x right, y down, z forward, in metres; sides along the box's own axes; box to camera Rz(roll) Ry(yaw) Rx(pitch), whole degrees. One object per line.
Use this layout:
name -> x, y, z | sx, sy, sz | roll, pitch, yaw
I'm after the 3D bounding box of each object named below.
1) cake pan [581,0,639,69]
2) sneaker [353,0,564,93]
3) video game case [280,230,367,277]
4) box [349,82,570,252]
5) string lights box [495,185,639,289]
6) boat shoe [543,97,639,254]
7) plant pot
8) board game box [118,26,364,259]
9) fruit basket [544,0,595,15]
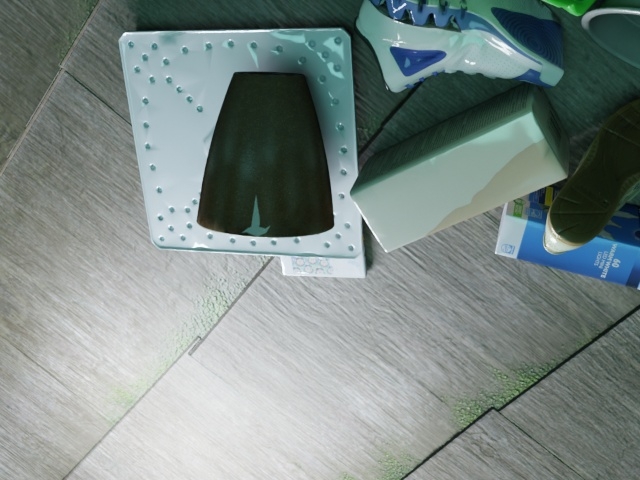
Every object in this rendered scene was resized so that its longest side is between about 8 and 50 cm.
cake pan -> 0.485, -0.256, 1.141 | 0.293, 0.293, 0.054 | 23, 93, 3
sneaker -> 0.184, -0.293, 1.296 | 0.315, 0.127, 0.182 | 19, 147, -10
video game case -> 0.000, 0.000, 1.570 | 0.157, 0.019, 0.143 | 1, 119, 16
box -> 0.214, -0.114, 1.366 | 0.311, 0.148, 0.121 | -24, 110, 29
string lights box -> 0.411, -0.009, 1.370 | 0.259, 0.133, 0.077 | 14, 123, 9
boat shoe -> 0.417, -0.098, 1.283 | 0.104, 0.285, 0.089 | 43, 166, 11
plant pot -> -0.080, -0.139, 1.354 | 0.215, 0.215, 0.231 | 6, 103, 14
board game box -> -0.123, -0.162, 1.484 | 0.389, 0.050, 0.390 | 3, 115, 16
fruit basket -> 0.273, -0.522, 1.092 | 0.392, 0.283, 0.392 | -6, 82, 46
